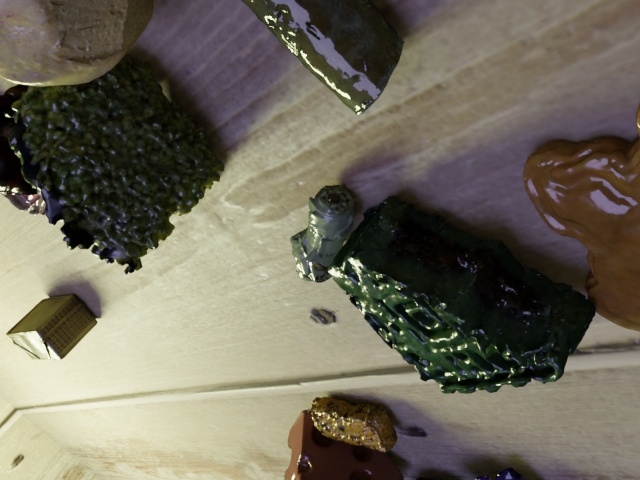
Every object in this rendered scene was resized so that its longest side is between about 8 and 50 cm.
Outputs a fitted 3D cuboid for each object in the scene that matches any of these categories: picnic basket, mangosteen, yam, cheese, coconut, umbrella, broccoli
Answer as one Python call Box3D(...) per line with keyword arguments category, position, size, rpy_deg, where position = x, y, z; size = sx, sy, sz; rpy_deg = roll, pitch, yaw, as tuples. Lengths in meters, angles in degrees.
Box3D(category="picnic basket", position=(-0.545, 0.178, 1.329), size=(0.164, 0.115, 0.079), rpy_deg=(-9, 122, 44))
Box3D(category="mangosteen", position=(-0.405, -0.133, 0.856), size=(0.153, 0.152, 0.152), rpy_deg=(22, 142, 19))
Box3D(category="yam", position=(-0.008, -0.187, 0.517), size=(0.179, 0.078, 0.078), rpy_deg=(44, 143, -11))
Box3D(category="cheese", position=(-0.001, 0.380, 1.088), size=(0.177, 0.203, 0.128), rpy_deg=(59, 153, 24))
Box3D(category="coconut", position=(-0.233, -0.232, 0.564), size=(0.195, 0.194, 0.194), rpy_deg=(22, 142, 19))
Box3D(category="umbrella", position=(0.000, 0.000, 0.731), size=(0.067, 0.062, 0.143), rpy_deg=(35, 141, 10))
Box3D(category="broccoli", position=(-0.218, -0.105, 0.758), size=(0.181, 0.273, 0.242), rpy_deg=(-26, 109, 2))

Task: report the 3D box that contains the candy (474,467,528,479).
Box3D(category="candy", position=(0.308, 0.423, 0.930), size=(0.275, 0.070, 0.145), rpy_deg=(41, 125, -7))

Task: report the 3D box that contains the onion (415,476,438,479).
Box3D(category="onion", position=(0.210, 0.469, 1.019), size=(0.198, 0.135, 0.173), rpy_deg=(8, 138, 31))

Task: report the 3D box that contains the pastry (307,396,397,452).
Box3D(category="pastry", position=(0.049, 0.283, 1.011), size=(0.140, 0.056, 0.079), rpy_deg=(-5, 116, 45))

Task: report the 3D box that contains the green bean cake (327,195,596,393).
Box3D(category="green bean cake", position=(0.122, 0.049, 0.632), size=(0.208, 0.107, 0.193), rpy_deg=(47, 154, -6))

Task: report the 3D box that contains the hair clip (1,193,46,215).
Box3D(category="hair clip", position=(-0.511, -0.153, 0.970), size=(0.300, 0.069, 0.173), rpy_deg=(42, 146, -25))

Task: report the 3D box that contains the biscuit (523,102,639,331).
Box3D(category="biscuit", position=(0.332, 0.006, 0.479), size=(0.376, 0.051, 0.269), rpy_deg=(20, 140, 22))
